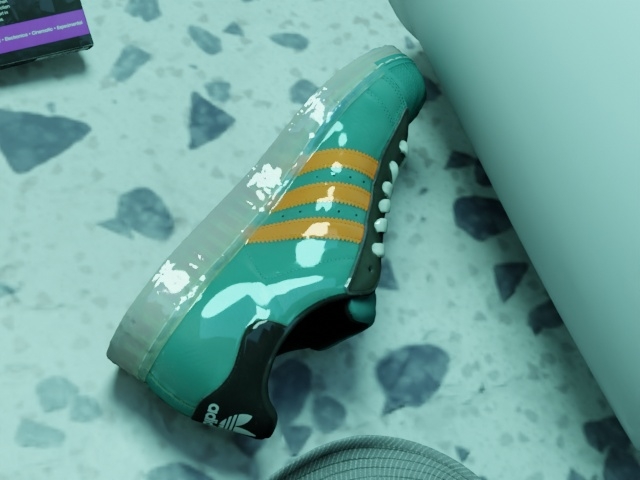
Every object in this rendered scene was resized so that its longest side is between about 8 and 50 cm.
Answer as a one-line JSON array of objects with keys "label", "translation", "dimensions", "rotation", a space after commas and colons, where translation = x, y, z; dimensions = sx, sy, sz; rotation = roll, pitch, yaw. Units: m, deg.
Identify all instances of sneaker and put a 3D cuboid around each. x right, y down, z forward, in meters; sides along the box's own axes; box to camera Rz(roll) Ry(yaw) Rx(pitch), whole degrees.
[{"label": "sneaker", "translation": [0.000, 0.000, 0.763], "dimensions": [0.121, 0.108, 0.302], "rotation": [36, 63, 6]}]

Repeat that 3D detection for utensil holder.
[{"label": "utensil holder", "translation": [0.258, -0.096, 0.775], "dimensions": [0.327, 0.327, 0.385], "rotation": [-12, 65, -24]}]

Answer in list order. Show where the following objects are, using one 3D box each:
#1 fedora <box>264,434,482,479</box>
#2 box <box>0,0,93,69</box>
[{"label": "fedora", "translation": [0.058, 0.214, 0.599], "dimensions": [0.275, 0.124, 0.244], "rotation": [-31, 84, -35]}, {"label": "box", "translation": [-0.235, -0.199, 0.807], "dimensions": [0.116, 0.029, 0.162], "rotation": [-17, 97, -21]}]
